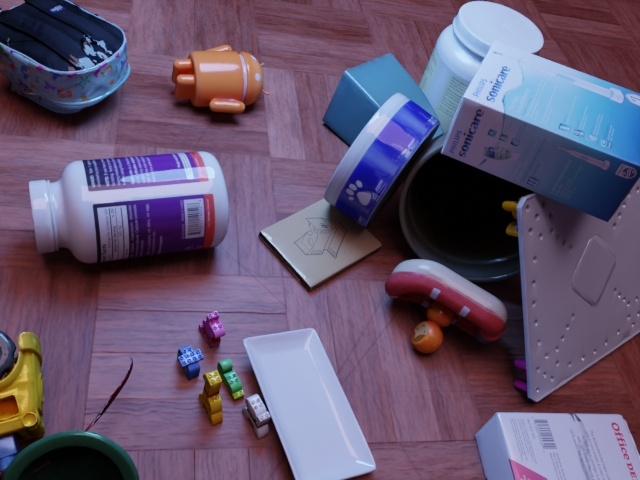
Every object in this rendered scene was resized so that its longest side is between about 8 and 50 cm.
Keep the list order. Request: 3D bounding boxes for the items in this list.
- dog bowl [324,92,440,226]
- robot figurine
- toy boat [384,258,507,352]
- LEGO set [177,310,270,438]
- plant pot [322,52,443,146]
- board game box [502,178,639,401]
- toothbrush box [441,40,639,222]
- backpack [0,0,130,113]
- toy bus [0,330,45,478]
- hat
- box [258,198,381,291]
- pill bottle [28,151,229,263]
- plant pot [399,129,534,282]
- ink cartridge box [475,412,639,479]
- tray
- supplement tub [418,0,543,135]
[{"bbox_3d":[0.125,-0.160,1.304,0.104,0.265,0.265,37,50,6],"label":"dog bowl"},{"bbox_3d":[-0.228,-0.374,1.479,0.219,0.128,0.158,-5,29,-21],"label":"robot figurine"},{"bbox_3d":[0.219,0.140,1.197,0.231,0.151,0.151,31,78,10],"label":"toy boat"},{"bbox_3d":[-0.165,0.212,1.028,0.087,0.093,0.227,-19,59,-29],"label":"LEGO set"},{"bbox_3d":[0.160,-0.282,1.502,0.165,0.166,0.234,-31,71,-34],"label":"plant pot"},{"bbox_3d":[0.497,0.053,1.212,0.390,0.390,0.050,-21,22,-30],"label":"board game box"},{"bbox_3d":[0.383,-0.192,1.079,0.295,0.126,0.216,24,48,9],"label":"toothbrush box"},{"bbox_3d":[-0.537,-0.386,1.353,0.253,0.191,0.225,24,51,13],"label":"backpack"},{"bbox_3d":[-0.491,0.248,0.883,0.220,0.149,0.211,-10,71,-22],"label":"toy bus"},{"bbox_3d":[-0.334,0.316,0.931,0.208,0.183,0.173,-29,102,-4],"label":"hat"},{"bbox_3d":[0.000,0.000,1.306,0.201,0.021,0.164,-29,64,-33],"label":"box"},{"bbox_3d":[-0.338,-0.059,1.146,0.323,0.181,0.181,-7,54,-22],"label":"pill bottle"},{"bbox_3d":[0.337,-0.119,1.350,0.323,0.323,0.280,20,32,0],"label":"plant pot"},{"bbox_3d":[0.399,0.381,1.053,0.237,0.100,0.172,4,50,-12],"label":"ink cartridge box"},{"bbox_3d":[-0.025,0.271,1.054,0.145,0.030,0.270,-3,51,-33],"label":"tray"},{"bbox_3d":[0.358,-0.366,1.519,0.235,0.325,0.235,9,49,-10],"label":"supplement tub"}]
